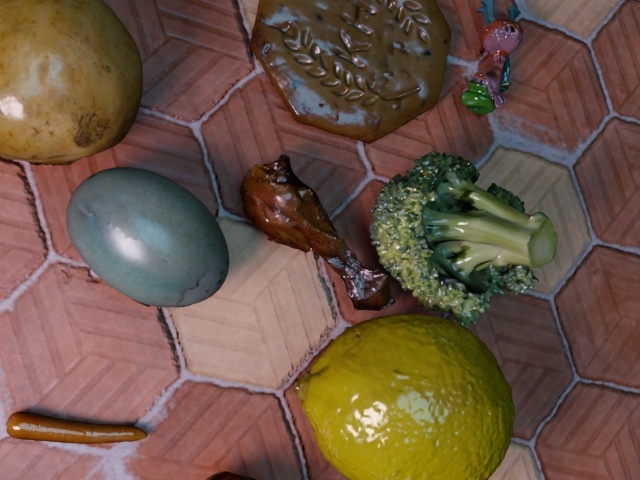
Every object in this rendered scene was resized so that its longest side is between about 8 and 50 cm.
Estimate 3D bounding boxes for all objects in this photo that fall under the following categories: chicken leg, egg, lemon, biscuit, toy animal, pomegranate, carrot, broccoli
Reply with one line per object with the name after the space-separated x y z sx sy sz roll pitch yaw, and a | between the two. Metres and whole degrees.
0.000 0.000 1.078 0.304 0.113 0.093 44 39 -7 | chicken leg
-0.234 -0.003 0.975 0.237 0.169 0.169 35 75 -8 | egg
0.122 0.238 1.006 0.322 0.268 0.268 0 83 -17 | lemon
0.057 -0.337 1.174 0.360 0.046 0.358 2 82 -15 | biscuit
0.304 -0.319 1.232 0.103 0.100 0.208 26 69 -53 | toy animal
-0.366 -0.216 0.929 0.261 0.260 0.260 2 82 -17 | pomegranate
-0.337 0.266 0.984 0.190 0.037 0.037 12 80 -19 | carrot
0.217 0.000 1.085 0.288 0.235 0.260 -21 50 -32 | broccoli

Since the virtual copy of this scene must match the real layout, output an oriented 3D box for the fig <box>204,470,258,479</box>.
-0.114 0.411 0.974 0.154 0.144 0.165 20 97 -29 | fig
